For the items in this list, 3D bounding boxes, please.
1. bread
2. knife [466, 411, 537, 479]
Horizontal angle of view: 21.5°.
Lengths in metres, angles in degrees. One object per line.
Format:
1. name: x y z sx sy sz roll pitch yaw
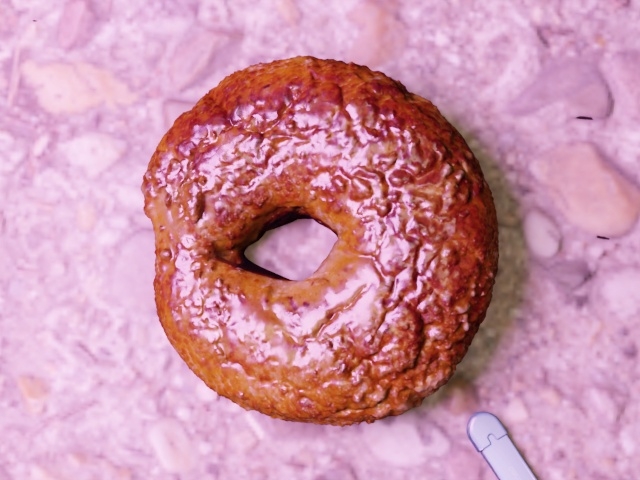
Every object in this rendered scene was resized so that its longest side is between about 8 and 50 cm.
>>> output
1. bread: 0.000 0.000 0.841 0.193 0.064 0.193 0 87 4
2. knife: 0.105 0.128 0.857 0.027 0.010 0.096 -33 84 -1
